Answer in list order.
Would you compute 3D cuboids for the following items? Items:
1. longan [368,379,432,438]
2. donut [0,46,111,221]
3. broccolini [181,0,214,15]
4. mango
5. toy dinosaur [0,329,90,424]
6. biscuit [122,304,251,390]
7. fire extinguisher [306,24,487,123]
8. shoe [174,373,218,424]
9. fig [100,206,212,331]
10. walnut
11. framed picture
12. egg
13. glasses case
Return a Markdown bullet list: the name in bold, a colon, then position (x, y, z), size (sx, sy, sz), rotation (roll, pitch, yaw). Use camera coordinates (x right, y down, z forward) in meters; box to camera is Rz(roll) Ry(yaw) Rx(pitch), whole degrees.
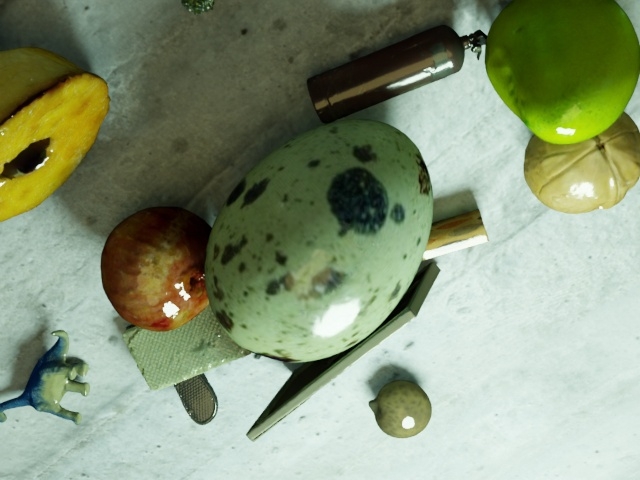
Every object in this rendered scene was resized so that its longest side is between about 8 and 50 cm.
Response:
- **longan**: position (0.139, 0.293, 1.584), size (0.113, 0.092, 0.113), rotation (0, 123, 0)
- **donut**: position (-0.422, -0.138, 1.216), size (0.110, 0.303, 0.303), rotation (41, 115, 7)
- **broccolini**: position (-0.102, -0.382, 1.205), size (0.216, 0.067, 0.058), rotation (-39, 118, 11)
- **mango**: position (0.317, -0.230, 1.167), size (0.185, 0.273, 0.149), rotation (-33, 126, 9)
- **toy dinosaur**: position (-0.498, 0.234, 1.563), size (0.188, 0.075, 0.248), rotation (6, 127, 4)
- **biscuit**: position (-0.222, 0.168, 1.518), size (0.199, 0.040, 0.121), rotation (-23, 102, 12)
- **fire extinguisher**: position (0.118, -0.240, 1.281), size (0.267, 0.072, 0.089), rotation (-20, 154, 11)
- **shoe**: position (-0.227, 0.242, 1.581), size (0.062, 0.053, 0.159), rotation (-30, 96, 4)
- **fig**: position (-0.248, 0.040, 1.389), size (0.205, 0.205, 0.205), rotation (0, 121, 0)
- **walnut**: position (0.372, -0.116, 1.284), size (0.165, 0.197, 0.165), rotation (0, 88, -4)
- **framed picture**: position (0.040, 0.170, 1.427), size (0.335, 0.247, 0.022), rotation (-40, 91, 21)
- **egg**: position (0.000, 0.000, 1.291), size (0.287, 0.288, 0.379), rotation (32, 107, -18)
- **glasses case**: position (0.173, -0.005, 1.421), size (0.169, 0.065, 0.041), rotation (-17, 119, 10)
